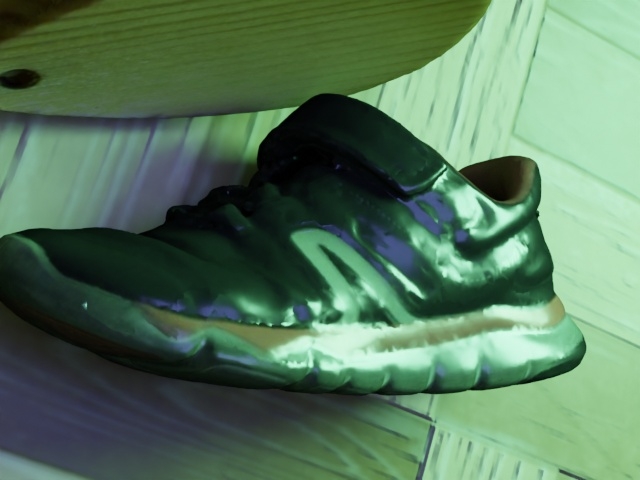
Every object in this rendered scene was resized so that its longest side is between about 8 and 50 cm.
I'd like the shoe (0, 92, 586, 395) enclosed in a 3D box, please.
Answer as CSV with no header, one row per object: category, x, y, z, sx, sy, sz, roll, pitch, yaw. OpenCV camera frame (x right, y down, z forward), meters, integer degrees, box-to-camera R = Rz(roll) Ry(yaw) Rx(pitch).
shoe,0.000,0.000,0.589,0.290,0.114,0.137,3,86,-30

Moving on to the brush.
brush,-0.060,-0.155,0.566,0.266,0.174,0.166,-12,75,-12
